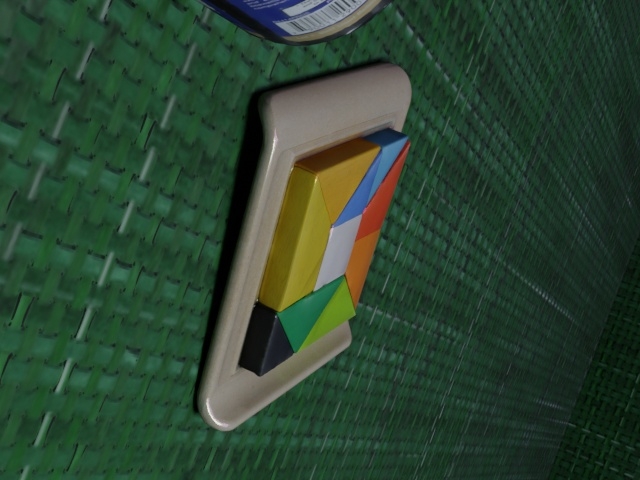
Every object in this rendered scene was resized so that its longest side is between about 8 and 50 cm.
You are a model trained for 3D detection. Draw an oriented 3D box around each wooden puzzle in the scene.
[{"bbox_3d":[0.000,0.000,0.857,0.221,0.044,0.238,-27,133,-59],"label":"wooden puzzle"}]

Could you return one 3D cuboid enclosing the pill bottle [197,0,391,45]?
[{"bbox_3d":[-0.042,-0.167,0.509,0.219,0.123,0.122,16,94,-69],"label":"pill bottle"}]
